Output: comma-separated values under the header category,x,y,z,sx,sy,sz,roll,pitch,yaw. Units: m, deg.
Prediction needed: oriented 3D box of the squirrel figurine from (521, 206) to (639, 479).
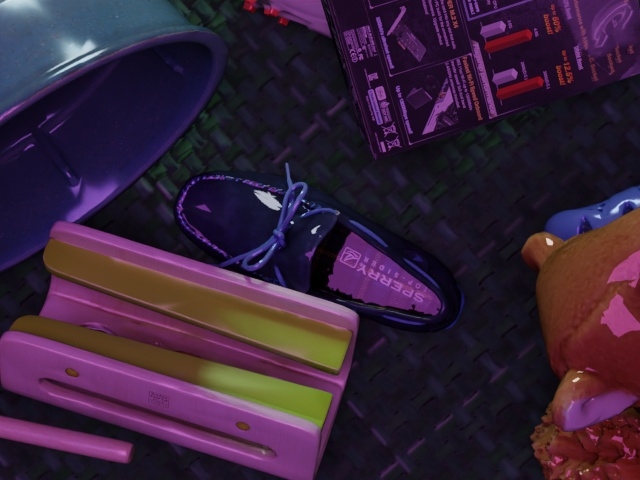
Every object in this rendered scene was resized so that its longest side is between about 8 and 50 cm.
category,x,y,z,sx,sy,sz,roll,pitch,yaw
squirrel figurine,0.305,0.125,1.341,0.370,0.281,0.397,14,134,-20

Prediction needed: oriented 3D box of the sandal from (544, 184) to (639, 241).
category,x,y,z,sx,sy,sz,roll,pitch,yaw
sandal,0.333,-0.046,1.470,0.317,0.126,0.138,-14,80,0

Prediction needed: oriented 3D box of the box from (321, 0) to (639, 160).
category,x,y,z,sx,sy,sz,roll,pitch,yaw
box,0.110,-0.246,1.434,0.242,0.076,0.307,-19,111,-2

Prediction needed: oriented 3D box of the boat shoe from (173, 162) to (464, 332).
category,x,y,z,sx,sy,sz,roll,pitch,yaw
boat shoe,0.000,0.000,1.508,0.258,0.089,0.109,16,92,5

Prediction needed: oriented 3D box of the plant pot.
category,x,y,z,sx,sy,sz,roll,pitch,yaw
plant pot,-0.309,-0.177,1.432,0.341,0.341,0.334,-39,80,5

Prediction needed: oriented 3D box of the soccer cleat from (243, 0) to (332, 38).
category,x,y,z,sx,sy,sz,roll,pitch,yaw
soccer cleat,-0.007,-0.213,1.521,0.196,0.068,0.076,24,88,-3

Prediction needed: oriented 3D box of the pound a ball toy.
category,x,y,z,sx,sy,sz,roll,pitch,yaw
pound a ball toy,-0.151,0.126,1.486,0.319,0.136,0.208,16,57,5
